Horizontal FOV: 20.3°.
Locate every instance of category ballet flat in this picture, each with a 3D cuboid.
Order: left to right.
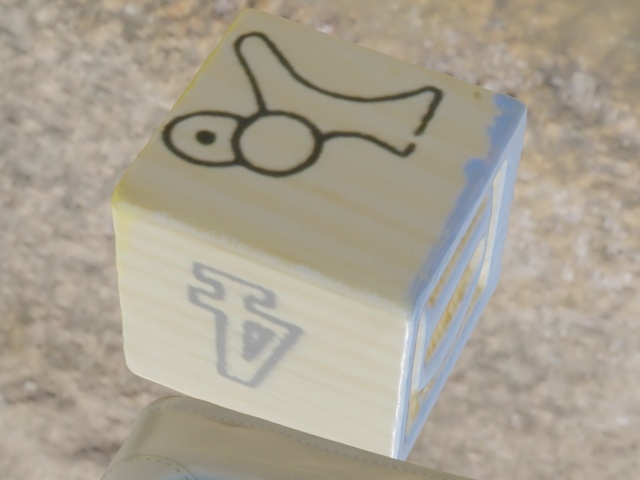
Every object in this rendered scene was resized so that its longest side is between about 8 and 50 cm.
[{"bbox_3d":[0.044,0.107,0.604,0.248,0.086,0.086,17,157,-11],"label":"ballet flat"}]

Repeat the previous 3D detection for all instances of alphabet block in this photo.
[{"bbox_3d":[0.000,0.000,1.139,0.197,0.192,0.193,21,142,15],"label":"alphabet block"}]
